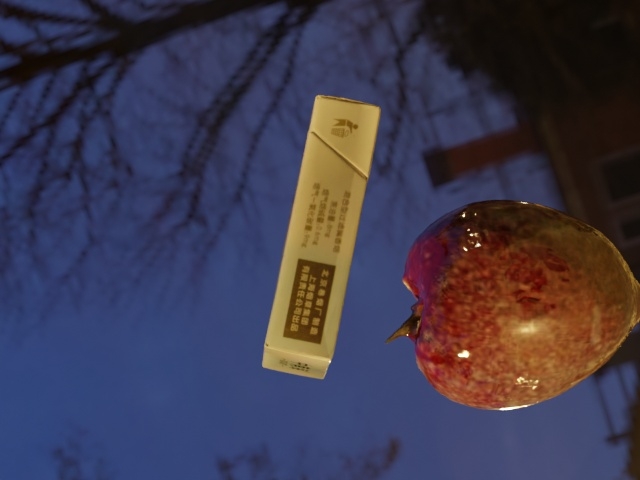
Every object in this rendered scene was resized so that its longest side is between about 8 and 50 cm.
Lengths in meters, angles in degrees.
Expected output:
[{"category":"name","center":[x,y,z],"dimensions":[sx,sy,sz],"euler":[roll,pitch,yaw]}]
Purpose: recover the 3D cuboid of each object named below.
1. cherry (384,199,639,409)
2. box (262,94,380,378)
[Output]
[{"category":"cherry","center":[0.217,0.068,2.118],"dimensions":[0.203,0.300,0.230],"euler":[92,173,-67]},{"category":"box","center":[0.000,0.000,1.798],"dimensions":[0.155,0.067,0.243],"euler":[113,168,-80]}]
